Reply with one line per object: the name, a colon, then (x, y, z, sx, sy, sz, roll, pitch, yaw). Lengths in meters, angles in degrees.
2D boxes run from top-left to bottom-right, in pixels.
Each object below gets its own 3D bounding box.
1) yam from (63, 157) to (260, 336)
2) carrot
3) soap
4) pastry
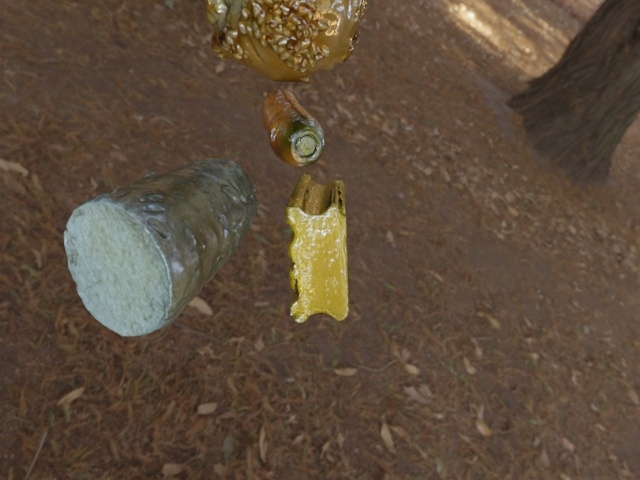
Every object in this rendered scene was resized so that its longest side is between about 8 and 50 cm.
yam: (-0.147, -0.020, 0.617, 0.133, 0.133, 0.330, 37, 22, -4)
carrot: (-0.048, -0.176, 0.917, 0.087, 0.087, 0.193, 20, 20, -26)
soap: (0.000, 0.000, 1.043, 0.096, 0.204, 0.324, -2, 14, 2)
pastry: (-0.065, -0.363, 0.744, 0.162, 0.255, 0.310, -17, 104, -50)
